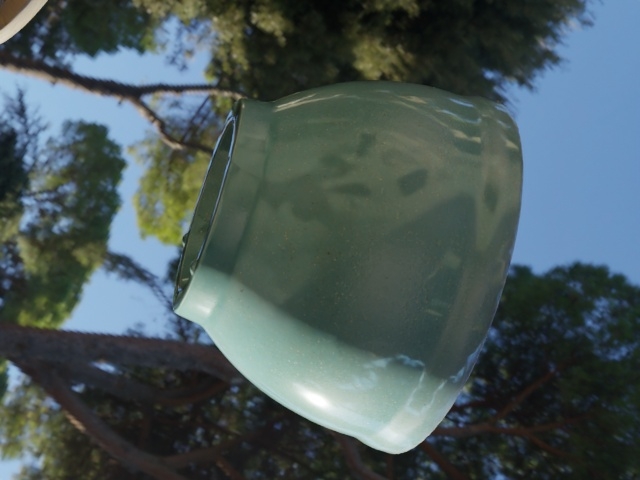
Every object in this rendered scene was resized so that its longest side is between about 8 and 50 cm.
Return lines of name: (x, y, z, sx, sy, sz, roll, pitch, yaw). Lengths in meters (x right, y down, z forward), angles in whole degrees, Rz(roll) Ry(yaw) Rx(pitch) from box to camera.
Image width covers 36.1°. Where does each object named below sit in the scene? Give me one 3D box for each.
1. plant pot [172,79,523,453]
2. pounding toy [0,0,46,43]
plant pot: (0.000, 0.000, 0.767, 0.293, 0.196, 0.293, -164, -90, -77)
pounding toy: (-0.207, -0.227, 0.422, 0.154, 0.155, 0.269, -22, -93, 7)
